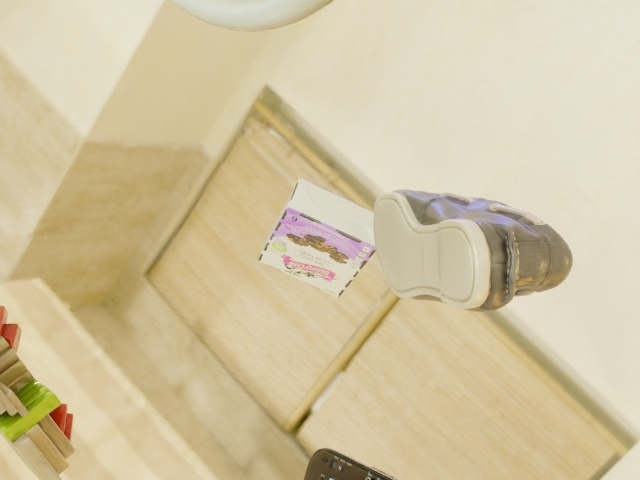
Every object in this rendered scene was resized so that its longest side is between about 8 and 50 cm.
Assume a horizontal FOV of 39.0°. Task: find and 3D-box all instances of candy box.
[{"bbox_3d":[0.000,0.000,1.547,0.165,0.196,0.070,24,57,-6],"label":"candy box"}]

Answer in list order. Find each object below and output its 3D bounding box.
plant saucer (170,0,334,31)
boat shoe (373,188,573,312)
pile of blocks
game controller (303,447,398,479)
[{"bbox_3d":[-0.038,-0.329,0.518,0.100,0.400,0.400,-21,56,-35],"label":"plant saucer"},{"bbox_3d":[0.136,0.009,0.906,0.095,0.112,0.335,-2,7,-12],"label":"boat shoe"},{"bbox_3d":[-0.447,0.168,1.248,0.112,0.149,0.362,-40,94,-25],"label":"pile of blocks"},{"bbox_3d":[0.056,0.368,1.122,0.067,0.166,0.319,5,0,-30],"label":"game controller"}]
